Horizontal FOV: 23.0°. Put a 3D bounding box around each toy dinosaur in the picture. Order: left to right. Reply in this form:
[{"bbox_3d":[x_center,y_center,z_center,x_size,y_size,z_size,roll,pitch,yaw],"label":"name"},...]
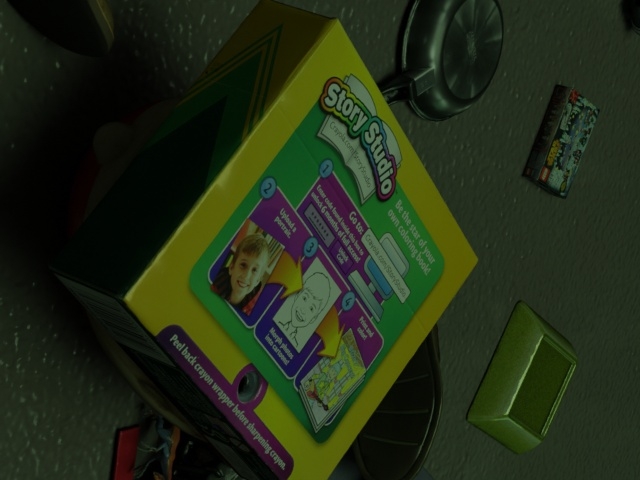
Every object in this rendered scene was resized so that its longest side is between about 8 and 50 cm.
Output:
[{"bbox_3d":[-0.162,0.216,1.648,0.090,0.082,0.047,-24,157,-4],"label":"toy dinosaur"}]

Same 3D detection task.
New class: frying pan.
[{"bbox_3d":[0.125,-0.226,1.858,0.326,0.053,0.197,-18,117,-50],"label":"frying pan"}]

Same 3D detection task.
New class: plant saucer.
[{"bbox_3d":[0.303,0.205,2.258,0.188,0.045,0.188,37,75,-51],"label":"plant saucer"}]

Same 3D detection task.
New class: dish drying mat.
[{"bbox_3d":[-0.208,0.237,1.662,0.032,0.008,0.083,-8,110,-54],"label":"dish drying mat"}]

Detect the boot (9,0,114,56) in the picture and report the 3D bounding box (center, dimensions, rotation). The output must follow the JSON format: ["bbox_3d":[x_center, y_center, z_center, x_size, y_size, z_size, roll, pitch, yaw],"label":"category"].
[{"bbox_3d":[-0.240,-0.289,1.329,0.115,0.112,0.305,-60,141,-32],"label":"boot"}]

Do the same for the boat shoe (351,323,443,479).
[{"bbox_3d":[0.098,0.142,1.874,0.104,0.110,0.307,41,53,-77],"label":"boat shoe"}]

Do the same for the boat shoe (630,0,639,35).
[{"bbox_3d":[0.510,-0.394,2.247,0.228,0.080,0.076,-51,141,-13],"label":"boat shoe"}]

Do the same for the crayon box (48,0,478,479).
[{"bbox_3d":[-0.033,0.019,1.438,0.313,0.106,0.363,-54,138,-19],"label":"crayon box"}]

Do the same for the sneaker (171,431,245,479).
[{"bbox_3d":[-0.127,0.255,1.687,0.276,0.097,0.135,-42,144,-36],"label":"sneaker"}]

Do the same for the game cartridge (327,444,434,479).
[{"bbox_3d":[0.001,0.351,1.808,0.355,0.230,0.068,-33,163,-40],"label":"game cartridge"}]

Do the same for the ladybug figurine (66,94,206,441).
[{"bbox_3d":[-0.109,0.023,1.562,0.305,0.162,0.449,-52,137,-19],"label":"ladybug figurine"}]

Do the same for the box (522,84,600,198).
[{"bbox_3d":[0.333,-0.135,2.166,0.094,0.027,0.137,24,86,-52],"label":"box"}]
